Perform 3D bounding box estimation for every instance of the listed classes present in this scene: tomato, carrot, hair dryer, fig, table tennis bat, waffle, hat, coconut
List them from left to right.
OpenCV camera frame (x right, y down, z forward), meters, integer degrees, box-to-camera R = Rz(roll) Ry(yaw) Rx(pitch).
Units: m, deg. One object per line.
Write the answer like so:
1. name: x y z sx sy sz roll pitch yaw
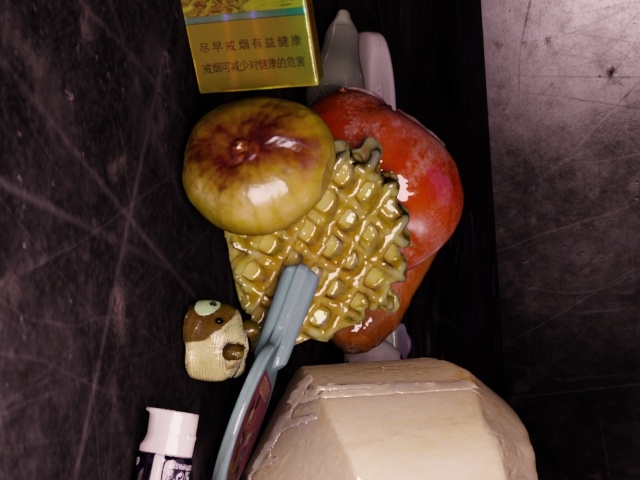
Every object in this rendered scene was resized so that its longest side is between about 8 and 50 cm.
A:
1. hat: -0.092 0.095 1.043 0.077 0.059 0.076 4 90 -79
2. fig: -0.055 -0.071 1.035 0.136 0.153 0.120 56 -32 25
3. table tennis bat: -0.058 0.135 1.093 0.153 0.040 0.244 91 19 -70
4. waffle: 0.000 -0.001 1.175 0.054 0.204 0.223 -139 -144 -64
5. hair dryer: 0.029 -0.167 1.528 0.206 0.075 0.237 -82 170 -52
6. tomato: 0.052 -0.064 1.312 0.188 0.232 0.232 -50 160 1
7. carrot: 0.069 0.053 1.490 0.159 0.159 0.225 65 38 -55
8. coconut: 0.056 0.266 1.167 0.323 0.323 0.322 -2 90 -74

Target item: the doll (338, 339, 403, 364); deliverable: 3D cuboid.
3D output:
1. doll: 0.057 0.206 1.482 0.181 0.107 0.110 -48 155 -60

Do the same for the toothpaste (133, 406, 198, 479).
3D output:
1. toothpaste: -0.137 0.234 0.902 0.071 0.045 0.193 29 67 -63

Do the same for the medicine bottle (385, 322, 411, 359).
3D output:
1. medicine bottle: 0.106 0.166 1.747 0.118 0.055 0.074 2 85 -73

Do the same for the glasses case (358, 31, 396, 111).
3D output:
1. glasses case: 0.069 -0.181 1.588 0.092 0.059 0.233 176 -87 -65

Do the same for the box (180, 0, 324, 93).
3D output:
1. box: -0.071 -0.234 1.029 0.030 0.121 0.193 -65 150 -60
